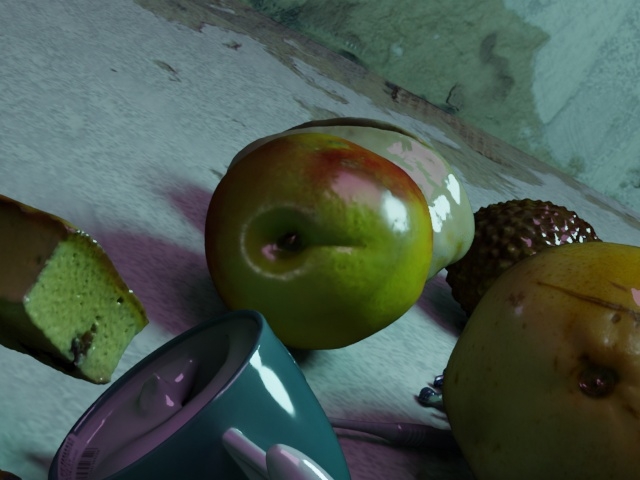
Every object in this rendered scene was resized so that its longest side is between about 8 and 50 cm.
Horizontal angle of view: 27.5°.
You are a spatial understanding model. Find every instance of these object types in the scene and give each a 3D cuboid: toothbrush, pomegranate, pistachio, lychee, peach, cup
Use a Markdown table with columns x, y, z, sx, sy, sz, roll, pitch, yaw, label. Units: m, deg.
| x | y | z | sx | sy | sz | roll | pitch | yaw | label |
| --- | --- | --- | --- | --- | --- | --- | --- | --- | --- |
| 0.097 | 0.188 | 1.225 | 0.354 | 0.024 | 0.029 | 13 | 34 | -38 | toothbrush |
| 0.262 | 0.148 | 1.175 | 0.319 | 0.319 | 0.319 | 25 | 19 | -9 | pomegranate |
| 0.032 | -0.041 | 1.469 | 0.288 | 0.197 | 0.166 | 21 | 13 | 14 | pistachio |
| 0.259 | 0.042 | 1.586 | 0.238 | 0.200 | 0.200 | 21 | 12 | 32 | lychee |
| 0.000 | 0.000 | 1.283 | 0.231 | 0.231 | 0.231 | 25 | 19 | -9 | peach |
| -0.055 | 0.161 | 0.835 | 0.173 | 0.167 | 0.299 | 53 | -23 | -17 | cup |

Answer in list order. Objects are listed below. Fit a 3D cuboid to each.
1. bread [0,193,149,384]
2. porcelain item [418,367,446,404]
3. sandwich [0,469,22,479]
| x | y | z | sx | sy | sz | roll | pitch | yaw | label |
| --- | --- | --- | --- | --- | --- | --- | --- | --- | --- |
| -0.299 | -0.008 | 0.904 | 0.361 | 0.077 | 0.138 | 19 | -21 | 24 | bread |
| 0.135 | 0.161 | 1.341 | 0.075 | 0.021 | 0.136 | 3 | 16 | -19 | porcelain item |
| -0.268 | 0.092 | 0.745 | 0.250 | 0.162 | 0.301 | 15 | 25 | -43 | sandwich |
